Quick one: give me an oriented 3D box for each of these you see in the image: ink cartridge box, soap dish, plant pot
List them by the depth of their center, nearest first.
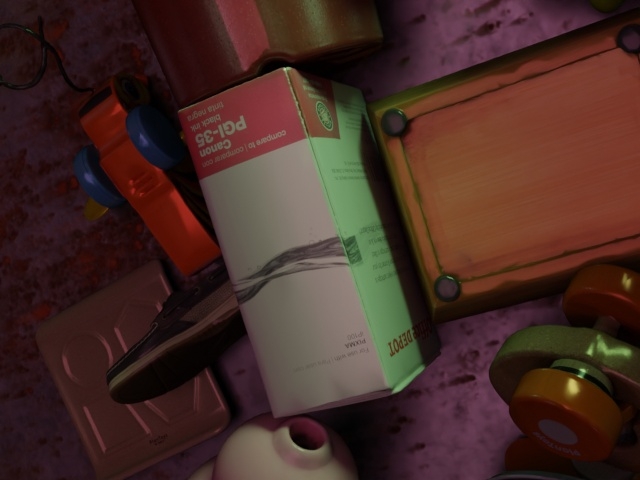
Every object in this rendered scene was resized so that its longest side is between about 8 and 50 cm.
[{"bbox_3d":[0.198,-0.063,0.791,0.291,0.118,0.228,-17,88,19],"label":"soap dish"},{"bbox_3d":[-0.075,-0.272,0.810,0.272,0.272,0.265,-17,95,20],"label":"plant pot"},{"bbox_3d":[0.000,0.000,0.819,0.117,0.207,0.283,-18,87,20],"label":"ink cartridge box"}]

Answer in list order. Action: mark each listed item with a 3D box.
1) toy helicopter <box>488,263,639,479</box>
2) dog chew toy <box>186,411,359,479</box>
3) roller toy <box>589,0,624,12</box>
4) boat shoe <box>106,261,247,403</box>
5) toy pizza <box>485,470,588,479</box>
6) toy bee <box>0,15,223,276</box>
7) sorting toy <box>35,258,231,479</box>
[{"bbox_3d":[0.303,0.190,0.744,0.355,0.235,0.140,30,61,8],"label":"toy helicopter"},{"bbox_3d":[-0.060,0.291,0.831,0.207,0.206,0.331,31,124,15],"label":"dog chew toy"},{"bbox_3d":[0.224,-0.307,0.725,0.146,0.191,0.209,14,99,20],"label":"roller toy"},{"bbox_3d":[-0.132,0.085,0.928,0.223,0.080,0.073,-35,60,-4],"label":"boat shoe"},{"bbox_3d":[0.232,0.266,0.778,0.201,0.201,0.032,16,56,18],"label":"toy pizza"},{"bbox_3d":[-0.185,-0.115,0.927,0.195,0.162,0.298,-12,114,12],"label":"toy bee"},{"bbox_3d":[-0.213,0.151,1.002,0.193,0.038,0.208,-28,80,19],"label":"sorting toy"}]
